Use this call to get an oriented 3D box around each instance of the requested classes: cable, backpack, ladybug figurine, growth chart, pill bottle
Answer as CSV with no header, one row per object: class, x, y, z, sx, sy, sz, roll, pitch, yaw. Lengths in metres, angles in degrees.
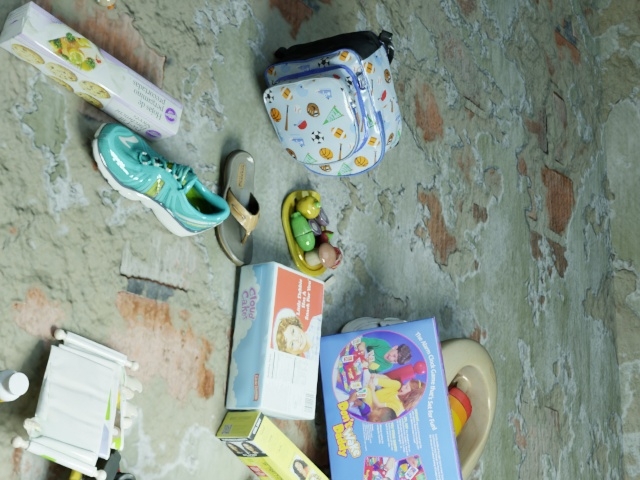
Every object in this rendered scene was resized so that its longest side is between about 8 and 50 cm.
cable,-0.346,0.387,1.387,0.287,0.072,0.139,-65,142,-52
backpack,0.033,-0.256,1.924,0.213,0.277,0.263,-52,127,-39
ladybug figurine,0.220,0.379,2.034,0.449,0.162,0.305,-40,120,-46
growth chart,-0.345,0.237,1.426,0.172,0.021,0.237,36,35,-25
pill bottle,-0.439,0.200,1.338,0.043,0.083,0.043,17,68,-48

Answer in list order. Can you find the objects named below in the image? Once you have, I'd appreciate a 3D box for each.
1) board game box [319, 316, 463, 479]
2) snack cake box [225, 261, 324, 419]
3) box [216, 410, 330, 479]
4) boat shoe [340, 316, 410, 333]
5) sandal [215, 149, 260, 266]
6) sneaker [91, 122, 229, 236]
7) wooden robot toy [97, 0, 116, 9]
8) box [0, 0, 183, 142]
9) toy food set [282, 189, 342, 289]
board game box,0.130,0.334,1.830,0.078,0.233,0.347,64,18,-60
snack cake box,-0.079,0.186,1.777,0.152,0.089,0.264,24,65,-47
box,-0.080,0.393,1.735,0.232,0.087,0.058,51,47,-31
boat shoe,0.151,0.205,2.063,0.277,0.096,0.098,2,78,-51
sandal,-0.141,-0.063,1.796,0.090,0.060,0.219,19,72,-47
sneaker,-0.261,-0.109,1.623,0.275,0.110,0.107,39,52,-38
wooden robot toy,-0.361,-0.422,1.620,0.173,0.076,0.079,-44,125,-47
box,-0.363,-0.265,1.574,0.324,0.067,0.063,33,57,-43
toy food set,0.000,0.000,1.950,0.128,0.071,0.217,-20,96,-52
